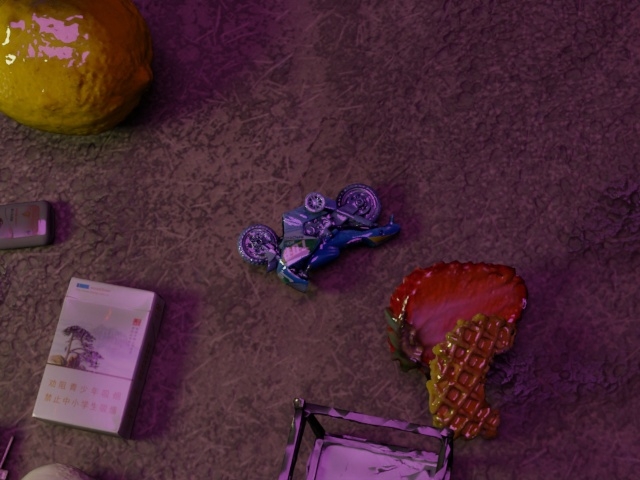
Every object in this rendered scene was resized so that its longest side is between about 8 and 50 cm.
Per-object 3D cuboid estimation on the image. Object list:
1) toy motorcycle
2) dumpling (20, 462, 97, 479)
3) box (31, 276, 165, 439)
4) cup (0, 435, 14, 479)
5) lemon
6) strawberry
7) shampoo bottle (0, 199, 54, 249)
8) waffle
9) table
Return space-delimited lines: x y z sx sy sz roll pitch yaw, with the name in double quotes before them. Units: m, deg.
"toy motorcycle" 0.000 0.000 1.805 0.254 0.092 0.136 -23 79 -12
"dumpling" -0.403 0.407 1.670 0.215 0.166 0.126 20 105 7
"box" -0.350 0.185 1.791 0.149 0.067 0.233 10 73 8
"cup" -0.539 0.331 1.756 0.102 0.074 0.099 -1 70 6
"lemon" -0.429 -0.307 1.868 0.321 0.268 0.268 15 73 -1
"strawberry" 0.198 0.108 1.735 0.236 0.111 0.190 -21 106 -23
"shampoo bottle" -0.531 -0.023 1.898 0.165 0.040 0.080 -5 72 4
"waffle" 0.230 0.205 1.676 0.148 0.051 0.194 -3 98 -25
"table" 0.047 0.423 1.551 0.222 0.272 0.335 10 72 10
